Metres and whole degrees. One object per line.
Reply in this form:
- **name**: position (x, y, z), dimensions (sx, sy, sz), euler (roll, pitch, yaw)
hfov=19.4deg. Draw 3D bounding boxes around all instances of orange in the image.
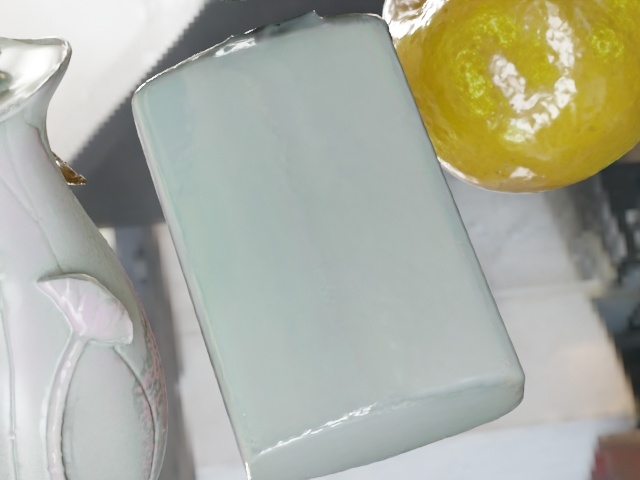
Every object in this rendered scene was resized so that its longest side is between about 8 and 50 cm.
- **orange**: position (0.181, -0.177, 1.644), dimensions (0.235, 0.279, 0.279), euler (45, -172, -27)

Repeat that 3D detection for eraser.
- **eraser**: position (0.000, 0.000, 1.233), dimensions (0.104, 0.189, 0.290), euler (93, 160, -62)

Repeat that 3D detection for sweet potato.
- **sweet potato**: position (-0.276, -0.080, 1.886), dimensions (0.115, 0.026, 0.026), euler (30, 131, 42)

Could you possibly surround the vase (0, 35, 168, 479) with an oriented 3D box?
- **vase**: position (-0.264, 0.040, 1.592), dimensions (0.250, 0.250, 0.445), euler (-116, 15, -59)
